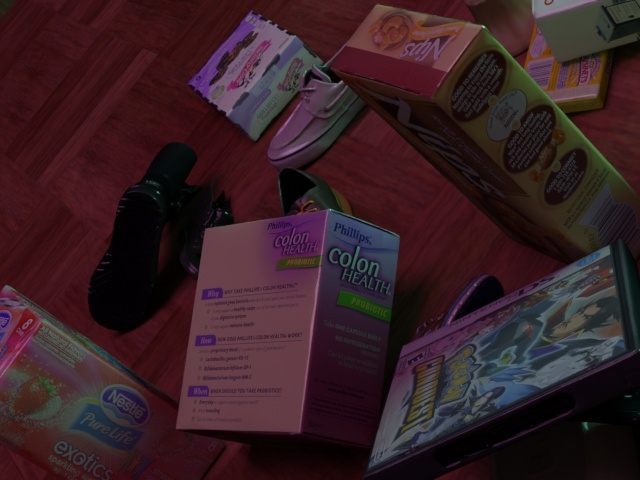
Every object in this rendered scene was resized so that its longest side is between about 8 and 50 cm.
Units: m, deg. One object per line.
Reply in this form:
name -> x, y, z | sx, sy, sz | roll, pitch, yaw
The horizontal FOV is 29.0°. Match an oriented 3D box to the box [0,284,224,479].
box -> -0.283, 0.204, 1.474 | 0.142, 0.300, 0.154 | -53, 32, -6

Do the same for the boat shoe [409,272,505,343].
boat shoe -> 0.126, 0.111, 1.299 | 0.066, 0.066, 0.183 | 12, 66, 56

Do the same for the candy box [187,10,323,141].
candy box -> -0.106, -0.263, 1.957 | 0.165, 0.070, 0.196 | -49, 32, 0

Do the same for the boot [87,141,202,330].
boot -> -0.255, -0.009, 1.854 | 0.207, 0.094, 0.246 | -63, -8, -64

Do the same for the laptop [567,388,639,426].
laptop -> 0.344, 0.066, 1.019 | 0.234, 0.264, 0.137 | -4, 92, 49

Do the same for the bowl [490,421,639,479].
bowl -> 0.211, 0.206, 1.115 | 0.142, 0.053, 0.142 | -27, 39, 28

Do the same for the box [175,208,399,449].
box -> -0.038, 0.105, 1.393 | 0.213, 0.117, 0.243 | -8, 70, 46

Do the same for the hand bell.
hand bell -> 0.181, -0.349, 1.545 | 0.126, 0.242, 0.126 | -31, 36, 26

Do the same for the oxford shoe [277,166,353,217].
oxford shoe -> 0.000, 0.000, 1.533 | 0.097, 0.098, 0.271 | -43, 33, 9

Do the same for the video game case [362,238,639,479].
video game case -> 0.167, 0.106, 1.093 | 0.248, 0.035, 0.275 | -28, 11, 18

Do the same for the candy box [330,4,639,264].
candy box -> 0.175, -0.093, 1.220 | 0.087, 0.316, 0.183 | -54, 33, -6

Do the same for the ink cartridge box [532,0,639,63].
ink cartridge box -> 0.345, -0.298, 1.412 | 0.190, 0.082, 0.140 | -15, 46, 26

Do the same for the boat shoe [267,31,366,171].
boat shoe -> 0.013, -0.210, 1.744 | 0.267, 0.088, 0.096 | -40, 34, 13

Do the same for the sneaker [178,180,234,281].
sneaker -> -0.160, -0.011, 1.780 | 0.089, 0.051, 0.170 | -46, 29, 13

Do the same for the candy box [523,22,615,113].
candy box -> 0.299, -0.234, 1.473 | 0.105, 0.027, 0.206 | -4, 52, 32
